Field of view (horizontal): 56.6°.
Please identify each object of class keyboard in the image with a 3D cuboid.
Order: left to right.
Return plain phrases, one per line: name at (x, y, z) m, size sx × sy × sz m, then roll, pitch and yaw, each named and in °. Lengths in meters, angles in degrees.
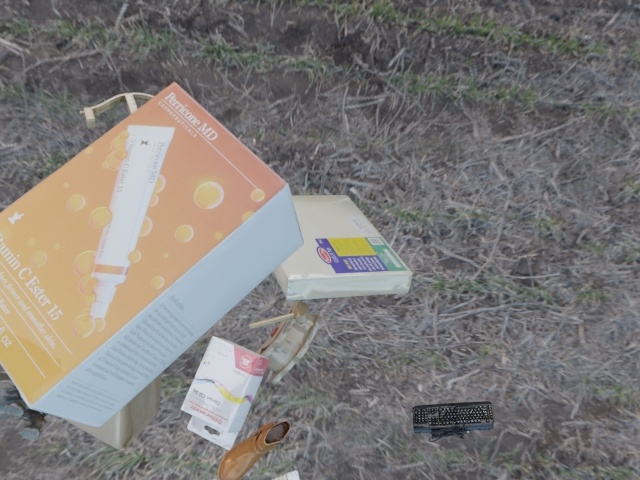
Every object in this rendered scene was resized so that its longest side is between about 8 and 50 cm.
keyboard at (0.313, 0.420, 1.401) m, size 0.192 × 0.038 × 0.100 m, roll -8°, pitch 41°, yaw 12°

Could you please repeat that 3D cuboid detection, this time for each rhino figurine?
rhino figurine at (-0.544, 0.244, 0.938) m, size 0.243 × 0.106 × 0.073 m, roll 12°, pitch 107°, yaw -5°

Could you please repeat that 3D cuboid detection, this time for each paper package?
paper package at (-0.556, 0.294, 1.462) m, size 0.309 × 0.168 × 0.325 m, roll 21°, pitch 120°, yaw 16°

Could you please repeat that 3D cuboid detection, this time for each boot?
boot at (-0.166, 0.524, 1.485) m, size 0.073 × 0.152 × 0.197 m, roll 47°, pitch 50°, yaw -2°

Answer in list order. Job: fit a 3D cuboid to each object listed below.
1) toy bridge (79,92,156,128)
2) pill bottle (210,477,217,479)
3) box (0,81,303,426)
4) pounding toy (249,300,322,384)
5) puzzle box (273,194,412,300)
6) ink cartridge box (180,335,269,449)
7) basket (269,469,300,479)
toy bridge at (-0.365, -0.256, 1.146) m, size 0.188 × 0.026 × 0.063 m, roll -11°, pitch 60°, yaw -24°
pill bottle at (-0.130, 0.793, 1.613) m, size 0.407 × 0.229 × 0.229 m, roll 3°, pitch 83°, yaw 14°
box at (-0.222, 0.016, 0.719) m, size 0.345 × 0.168 × 0.215 m, roll -43°, pitch 70°, yaw -14°
pounding toy at (-0.102, 0.224, 1.503) m, size 0.154 × 0.154 × 0.269 m, roll 35°, pitch 121°, yaw -7°
puzzle box at (0.000, 0.000, 1.347) m, size 0.272 × 0.409 × 0.052 m, roll -1°, pitch 118°, yaw -19°
ink cartridge box at (-0.198, 0.308, 1.197) m, size 0.115 × 0.067 × 0.198 m, roll 19°, pitch 81°, yaw 19°
basket at (-0.083, 0.580, 1.255) m, size 0.103 × 0.167 × 0.113 m, roll -11°, pitch 48°, yaw -12°
